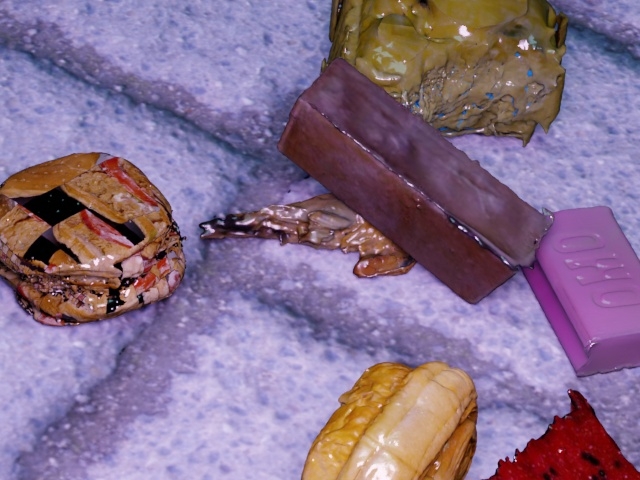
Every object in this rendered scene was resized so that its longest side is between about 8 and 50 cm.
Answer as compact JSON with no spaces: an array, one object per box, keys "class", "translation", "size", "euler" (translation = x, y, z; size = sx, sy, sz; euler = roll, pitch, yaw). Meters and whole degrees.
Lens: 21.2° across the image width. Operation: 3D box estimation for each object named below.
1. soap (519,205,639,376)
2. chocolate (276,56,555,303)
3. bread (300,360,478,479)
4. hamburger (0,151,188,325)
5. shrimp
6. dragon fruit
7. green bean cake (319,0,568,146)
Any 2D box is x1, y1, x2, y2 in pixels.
[{"class":"soap","translation":[0.311,0.055,1.947],"size":[0.122,0.065,0.203],"euler":[-8,48,-18]},{"class":"chocolate","translation":[0.102,-0.059,1.934],"size":[0.321,0.112,0.112],"euler":[37,49,2]},{"class":"bread","translation":[0.066,0.221,1.640],"size":[0.120,0.198,0.236],"euler":[23,46,20]},{"class":"hamburger","translation":[-0.258,-0.009,1.884],"size":[0.231,0.107,0.231],"euler":[0,43,0]},{"class":"shrimp","translation":[-0.003,-0.009,1.955],"size":[0.262,0.066,0.117],"euler":[-7,47,-14]},{"class":"dragon fruit","translation":[0.240,0.327,1.621],"size":[0.282,0.100,0.343],"euler":[47,39,12]},{"class":"green bean cake","translation":[0.156,-0.219,2.099],"size":[0.310,0.202,0.285],"euler":[8,46,-2]}]
